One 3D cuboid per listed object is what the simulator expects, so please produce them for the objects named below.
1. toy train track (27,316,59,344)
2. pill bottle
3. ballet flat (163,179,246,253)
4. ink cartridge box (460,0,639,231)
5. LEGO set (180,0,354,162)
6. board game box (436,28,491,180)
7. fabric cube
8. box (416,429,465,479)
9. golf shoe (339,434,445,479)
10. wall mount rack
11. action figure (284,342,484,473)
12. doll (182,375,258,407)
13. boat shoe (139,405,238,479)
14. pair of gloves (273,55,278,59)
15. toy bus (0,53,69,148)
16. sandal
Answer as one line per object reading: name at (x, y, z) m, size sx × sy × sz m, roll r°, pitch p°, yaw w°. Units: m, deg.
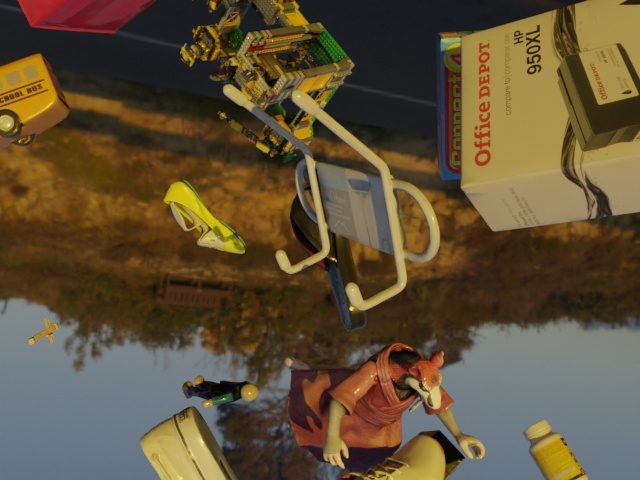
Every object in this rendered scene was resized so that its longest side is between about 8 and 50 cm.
toy train track at (-0.493, 0.167, 1.250) m, size 0.014 × 0.048 × 0.083 m, roll -10°, pitch -170°, yaw 17°
pill bottle at (0.401, 0.373, 1.203) m, size 0.065 × 0.116 × 0.065 m, roll -22°, pitch 153°, yaw -12°
ballet flat at (-0.271, -0.034, 1.597) m, size 0.231 × 0.077 × 0.077 m, roll 49°, pitch 147°, yaw -18°
ink cartridge box at (0.412, -0.193, 1.010) m, size 0.395 × 0.285 × 0.166 m, roll -9°, pitch 151°, yaw 29°
LEGO set at (-0.124, -0.288, 1.124) m, size 0.192 × 0.331 × 0.255 m, roll -26°, pitch 172°, yaw -45°
board game box at (0.402, -0.291, 1.479) m, size 0.302 × 0.308 × 0.086 m, roll -4°, pitch -156°, yaw 5°
fabric cube at (-0.455, -0.592, 1.376) m, size 0.258 × 0.259 × 0.254 m, roll -25°, pitch -177°, yaw 28°
box at (0.243, 0.545, 1.679) m, size 0.093 × 0.156 × 0.158 m, roll 47°, pitch 162°, yaw 7°
golf shoe at (0.094, 0.407, 1.107) m, size 0.115 × 0.140 × 0.306 m, roll -10°, pitch -153°, yaw 48°
wall mount rack at (0.000, -0.076, 0.955) m, size 0.131 × 0.304 × 0.350 m, roll -24°, pitch -156°, yaw -25°
action figure at (0.106, 0.258, 1.179) m, size 0.248 × 0.275 × 0.370 m, roll 12°, pitch 140°, yaw -22°
doll at (-0.212, 0.328, 1.510) m, size 0.189 × 0.046 × 0.129 m, roll -4°, pitch -171°, yaw 35°
boat shoe at (-0.207, 0.478, 1.193) m, size 0.157 × 0.367 × 0.136 m, roll -26°, pitch -171°, yaw -4°
pair of gloves at (-0.132, -0.451, 1.835) m, size 0.010 × 0.074 × 0.083 m, roll -11°, pitch 173°, yaw -43°
toy bus at (-0.644, -0.220, 1.289) m, size 0.333 × 0.130 × 0.108 m, roll -23°, pitch -179°, yaw -8°
sandal at (0.001, 0.001, 1.648) m, size 0.107 × 0.445 × 0.167 m, roll -12°, pitch 162°, yaw -10°
